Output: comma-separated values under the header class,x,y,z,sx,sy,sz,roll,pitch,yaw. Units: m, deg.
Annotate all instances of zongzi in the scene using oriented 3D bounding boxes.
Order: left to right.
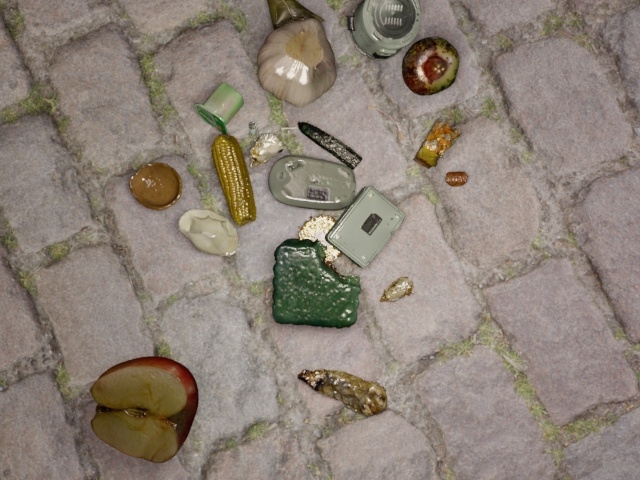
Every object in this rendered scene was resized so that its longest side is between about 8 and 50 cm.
class,x,y,z,sx,sy,sz,roll,pitch,yaw
zongzi,-0.104,-0.932,1.845,0.205,0.094,0.204,-14,84,-2

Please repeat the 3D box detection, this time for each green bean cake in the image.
class,x,y,z,sx,sy,sz,roll,pitch,yaw
green bean cake,-0.012,0.149,1.682,0.308,0.169,0.299,5,99,3

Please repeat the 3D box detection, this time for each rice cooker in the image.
class,x,y,z,sx,sy,sz,roll,pitch,yaw
rice cooker,0.239,-0.809,1.750,0.281,0.227,0.240,-4,101,-11

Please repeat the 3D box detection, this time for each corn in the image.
class,x,y,z,sx,sy,sz,roll,pitch,yaw
corn,-0.327,-0.232,1.780,0.121,0.120,0.362,-14,85,2

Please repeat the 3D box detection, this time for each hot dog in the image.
class,x,y,z,sx,sy,sz,roll,pitch,yaw
hot dog,0.513,-0.234,1.775,0.084,0.035,0.058,-2,85,3

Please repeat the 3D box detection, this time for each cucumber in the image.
class,x,y,z,sx,sy,sz,roll,pitch,yaw
cucumber,0.029,-0.375,1.800,0.294,0.067,0.067,36,87,6

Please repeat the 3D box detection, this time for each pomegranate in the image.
class,x,y,z,sx,sy,sz,roll,pitch,yaw
pomegranate,0.407,-0.630,1.716,0.215,0.247,0.214,0,116,0

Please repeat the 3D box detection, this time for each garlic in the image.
class,x,y,z,sx,sy,sz,roll,pitch,yaw
garlic,-0.083,-0.651,1.744,0.318,0.259,0.316,5,79,-24

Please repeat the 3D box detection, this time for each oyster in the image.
class,x,y,z,sx,sy,sz,roll,pitch,yaw
oyster,-0.208,-0.348,1.819,0.122,0.045,0.145,5,78,7
oyster,0.080,0.546,1.713,0.346,0.078,0.128,19,94,2
oyster,0.281,0.182,1.752,0.132,0.029,0.085,-10,78,5

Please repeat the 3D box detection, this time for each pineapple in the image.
class,x,y,z,sx,sy,sz,roll,pitch,yaw
pineapple,0.000,0.000,1.775,0.222,0.047,0.220,0,86,3
pineapple,0.424,-0.354,1.740,0.115,0.186,0.236,36,44,9

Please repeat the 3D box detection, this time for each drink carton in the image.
class,x,y,z,sx,sy,sz,roll,pitch,yaw
drink carton,-0.380,-0.516,1.802,0.144,0.146,0.142,33,79,5

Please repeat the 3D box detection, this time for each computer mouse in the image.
class,x,y,z,sx,sy,sz,roll,pitch,yaw
computer mouse,-0.032,-0.214,1.776,0.332,0.095,0.197,10,87,-5

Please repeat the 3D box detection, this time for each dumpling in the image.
class,x,y,z,sx,sy,sz,roll,pitch,yaw
dumpling,-0.407,-0.034,1.774,0.216,0.126,0.166,19,59,13

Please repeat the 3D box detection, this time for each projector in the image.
class,x,y,z,sx,sy,sz,roll,pitch,yaw
projector,0.167,-0.049,1.721,0.192,0.099,0.256,39,83,-9

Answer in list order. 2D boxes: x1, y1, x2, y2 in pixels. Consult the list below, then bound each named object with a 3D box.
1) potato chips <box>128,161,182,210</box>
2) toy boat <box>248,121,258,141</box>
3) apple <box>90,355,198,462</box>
class,x,y,z,sx,sy,sz,roll,pitch,yaw
potato chips,-0.631,-0.204,1.819,0.208,0.062,0.195,-3,79,4
toy boat,-0.260,-0.423,1.833,0.038,0.038,0.083,-11,83,2
apple,-0.614,0.578,1.640,0.366,0.295,0.328,6,59,6
